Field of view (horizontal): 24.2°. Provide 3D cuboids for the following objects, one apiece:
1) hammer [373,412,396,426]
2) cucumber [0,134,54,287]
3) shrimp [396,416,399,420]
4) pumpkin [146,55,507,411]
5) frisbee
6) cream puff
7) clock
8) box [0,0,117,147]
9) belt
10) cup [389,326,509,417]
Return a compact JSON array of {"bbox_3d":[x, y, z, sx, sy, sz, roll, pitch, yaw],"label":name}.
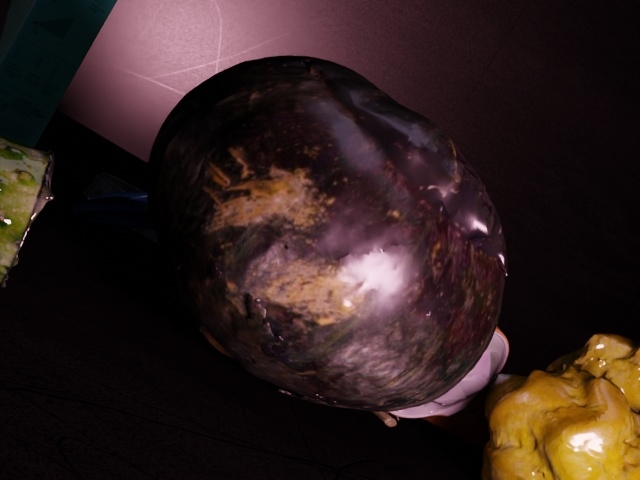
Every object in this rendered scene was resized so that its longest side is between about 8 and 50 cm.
[{"bbox_3d":[0.041,0.200,1.993,0.062,0.013,0.199,29,3,-36],"label":"hammer"},{"bbox_3d":[-0.355,-0.056,1.252,0.244,0.134,0.134,21,6,-18],"label":"cucumber"},{"bbox_3d":[0.076,0.210,2.034,0.092,0.029,0.038,38,5,33],"label":"shrimp"},{"bbox_3d":[0.000,0.000,1.711,0.454,0.344,0.454,44,-7,7],"label":"pumpkin"},{"bbox_3d":[-0.222,-0.045,2.066,0.242,0.045,0.242,2,-7,0],"label":"frisbee"},{"bbox_3d":[0.387,0.267,1.920,0.378,0.275,0.378,33,5,-3],"label":"cream puff"},{"bbox_3d":[-0.275,-0.037,2.408,0.226,0.049,0.226,32,2,-1],"label":"clock"},{"bbox_3d":[-0.468,-0.306,2.316,0.118,0.311,0.205,31,3,20],"label":"box"},{"bbox_3d":[0.163,0.210,2.206,0.261,0.105,0.184,30,1,-14],"label":"belt"},{"bbox_3d":[0.130,0.112,2.009,0.226,0.182,0.264,70,-5,-52],"label":"cup"}]
